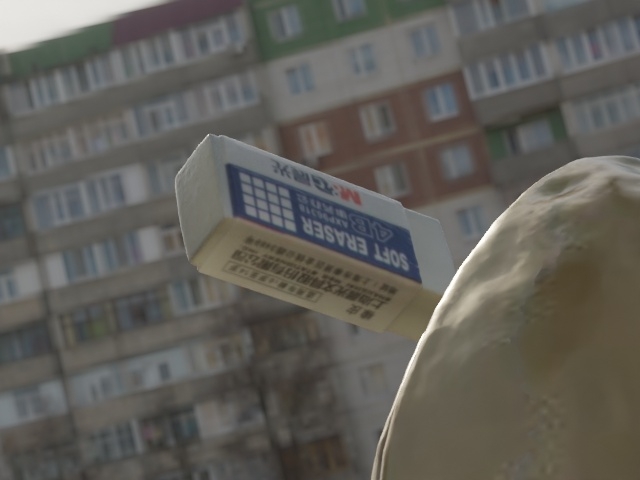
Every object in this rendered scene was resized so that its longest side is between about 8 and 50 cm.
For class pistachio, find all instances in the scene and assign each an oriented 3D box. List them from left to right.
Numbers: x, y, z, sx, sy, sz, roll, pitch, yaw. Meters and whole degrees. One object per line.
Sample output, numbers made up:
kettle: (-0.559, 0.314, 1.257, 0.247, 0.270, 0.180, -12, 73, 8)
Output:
pistachio: (0.103, 0.100, 0.615, 0.182, 0.293, 0.162, 19, -34, -8)

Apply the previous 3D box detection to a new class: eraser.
eraser: (0.000, 0.000, 1.695, 0.279, 0.124, 0.081, 19, -53, -29)
